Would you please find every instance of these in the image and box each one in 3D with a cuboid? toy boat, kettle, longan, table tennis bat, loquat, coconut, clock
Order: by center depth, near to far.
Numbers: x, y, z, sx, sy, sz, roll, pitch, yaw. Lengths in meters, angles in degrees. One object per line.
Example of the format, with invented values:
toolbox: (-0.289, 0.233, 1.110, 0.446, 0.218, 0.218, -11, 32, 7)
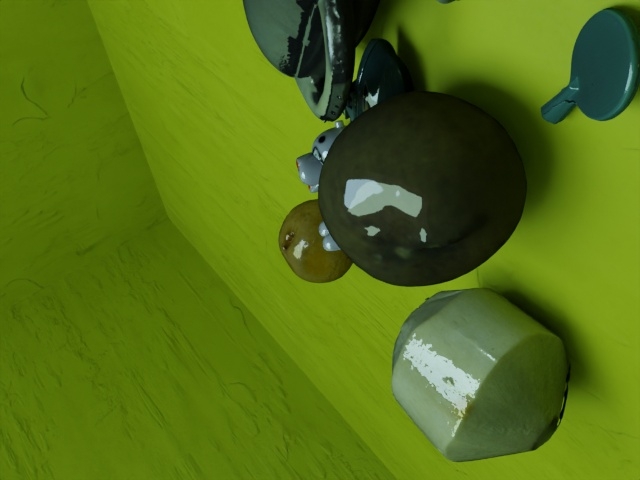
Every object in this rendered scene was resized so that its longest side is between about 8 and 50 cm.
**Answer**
table tennis bat: (0.321, -0.193, 0.796, 0.201, 0.033, 0.124, 114, 149, -75)
longan: (0.154, -0.078, 1.013, 0.319, 0.319, 0.318, 47, 157, 27)
kettle: (-0.006, -0.351, 1.043, 0.324, 0.229, 0.320, 106, 149, -69)
toy boat: (0.104, -0.224, 1.165, 0.122, 0.114, 0.296, 32, 148, 33)
coconut: (0.290, 0.244, 1.189, 0.323, 0.323, 0.323, 47, 157, 27)
clock: (0.051, -0.122, 1.377, 0.189, 0.189, 0.253, 22, 135, 57)
loquat: (0.000, 0.000, 1.596, 0.208, 0.208, 0.208, 47, 157, 27)

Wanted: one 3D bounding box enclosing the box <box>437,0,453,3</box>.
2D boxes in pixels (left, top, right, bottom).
box: (0.165, -0.390, 0.792, 0.172, 0.124, 0.093, 58, 149, -6)
